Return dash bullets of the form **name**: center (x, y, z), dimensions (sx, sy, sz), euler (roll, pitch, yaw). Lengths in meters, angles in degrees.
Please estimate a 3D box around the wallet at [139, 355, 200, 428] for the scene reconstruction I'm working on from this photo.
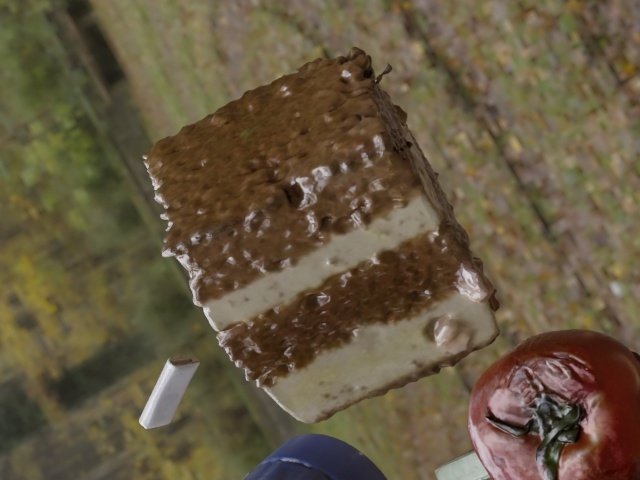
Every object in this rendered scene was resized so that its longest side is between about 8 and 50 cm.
- **wallet**: center (-0.225, 0.226, 2.506), dimensions (0.025, 0.061, 0.122), euler (45, 120, 34)

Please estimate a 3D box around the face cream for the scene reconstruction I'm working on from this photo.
- **face cream**: center (-0.033, 0.448, 2.505), dimensions (0.249, 0.225, 0.249), euler (20, 127, 28)

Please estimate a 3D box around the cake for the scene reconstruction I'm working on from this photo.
- **cake**: center (0.000, 0.000, 1.674), dimensions (0.290, 0.282, 0.256), euler (60, -172, -29)

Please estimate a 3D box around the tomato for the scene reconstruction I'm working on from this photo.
- **tomato**: center (0.257, 0.203, 1.844), dimensions (0.228, 0.228, 0.101), euler (57, -156, 20)

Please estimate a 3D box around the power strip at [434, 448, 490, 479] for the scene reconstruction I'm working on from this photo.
- **power strip**: center (0.229, 0.289, 2.224), dimensions (0.048, 0.080, 0.286), euler (64, 156, 9)
